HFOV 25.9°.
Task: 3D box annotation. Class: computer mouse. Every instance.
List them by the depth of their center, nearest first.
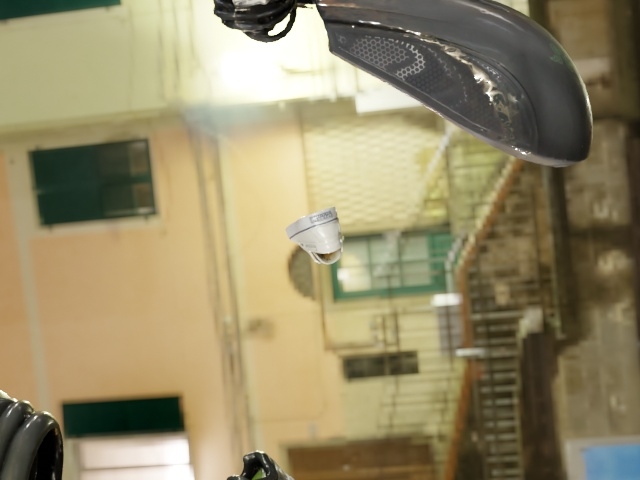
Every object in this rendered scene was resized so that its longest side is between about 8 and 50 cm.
[{"bbox_3d":[0.073,-0.142,0.948,0.072,0.272,0.188,-64,-3,25],"label":"computer mouse"}]

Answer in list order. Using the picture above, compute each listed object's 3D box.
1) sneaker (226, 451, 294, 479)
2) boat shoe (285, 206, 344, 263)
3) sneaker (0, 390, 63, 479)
[{"bbox_3d":[-0.085,0.287,1.465,0.075,0.063,0.170,60,-141,-23],"label":"sneaker"},{"bbox_3d":[0.000,0.000,0.950,0.100,0.035,0.035,149,102,-81],"label":"boat shoe"},{"bbox_3d":[-0.237,0.214,0.814,0.104,0.146,0.296,55,-131,-79],"label":"sneaker"}]
